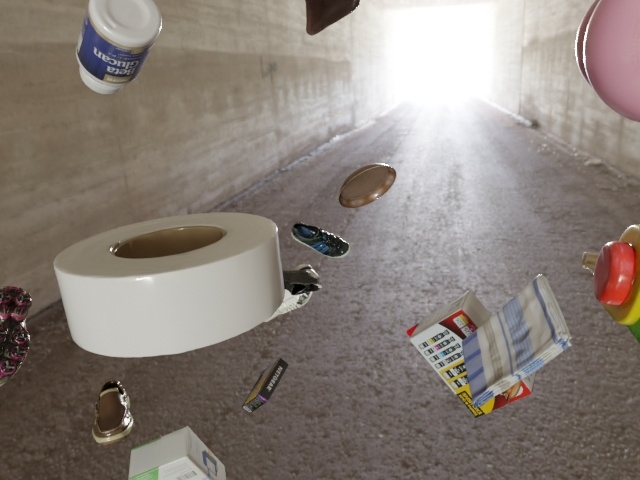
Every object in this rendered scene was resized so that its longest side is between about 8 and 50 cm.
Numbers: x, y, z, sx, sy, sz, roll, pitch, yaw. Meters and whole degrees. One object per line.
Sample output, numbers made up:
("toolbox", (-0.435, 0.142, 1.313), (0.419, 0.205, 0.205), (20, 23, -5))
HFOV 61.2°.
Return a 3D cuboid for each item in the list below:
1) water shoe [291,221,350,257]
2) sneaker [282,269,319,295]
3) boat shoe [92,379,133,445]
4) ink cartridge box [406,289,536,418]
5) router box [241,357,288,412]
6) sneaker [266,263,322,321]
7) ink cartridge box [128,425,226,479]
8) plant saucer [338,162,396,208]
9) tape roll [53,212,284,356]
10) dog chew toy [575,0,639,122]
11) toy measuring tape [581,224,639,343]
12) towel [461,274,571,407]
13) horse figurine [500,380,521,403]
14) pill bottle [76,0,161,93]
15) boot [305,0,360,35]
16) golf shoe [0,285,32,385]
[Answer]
("water shoe", (0.000, 0.000, 1.745), (0.203, 0.073, 0.080), (19, -15, 2))
("sneaker", (-0.087, 0.125, 1.583), (0.170, 0.051, 0.089), (-7, 27, 6))
("boat shoe", (-0.528, 0.420, 1.355), (0.095, 0.095, 0.257), (-15, 9, -20))
("ink cartridge box", (0.426, 0.353, 1.609), (0.272, 0.309, 0.130), (-41, -1, 34))
("router box", (-0.198, 0.522, 1.954), (0.133, 0.046, 0.179), (-44, 8, 40))
("sneaker", (-0.100, 0.177, 1.662), (0.095, 0.235, 0.090), (53, 11, 35))
("ink cartridge box", (-0.346, 0.574, 1.336), (0.154, 0.212, 0.093), (-24, 36, 2))
("plant saucer", (0.117, -0.146, 1.408), (0.168, 0.168, 0.029), (-13, 62, -27))
("tape roll", (-0.193, 0.044, 0.720), (0.286, 0.100, 0.286), (-6, 17, 2))
("dog chew toy", (0.447, -0.273, 0.730), (0.207, 0.206, 0.332), (0, 21, 12))
("toy measuring tape", (0.365, 0.024, 0.621), (0.121, 0.121, 0.330), (1, 13, 14))
("towel", (0.424, 0.225, 1.217), (0.034, 0.285, 0.209), (27, 36, -16))
("horse figurine", (0.503, 0.282, 1.429), (0.263, 0.066, 0.174), (-29, 67, -39))
("pill bottle", (-0.299, -0.283, 0.786), (0.094, 0.094, 0.169), (-17, -6, -35))
("boot", (-0.005, -0.376, 0.781), (0.090, 0.207, 0.248), (39, 64, 16))
("golf shoe", (-0.509, 0.165, 0.873), (0.067, 0.086, 0.186), (18, 32, -29))
